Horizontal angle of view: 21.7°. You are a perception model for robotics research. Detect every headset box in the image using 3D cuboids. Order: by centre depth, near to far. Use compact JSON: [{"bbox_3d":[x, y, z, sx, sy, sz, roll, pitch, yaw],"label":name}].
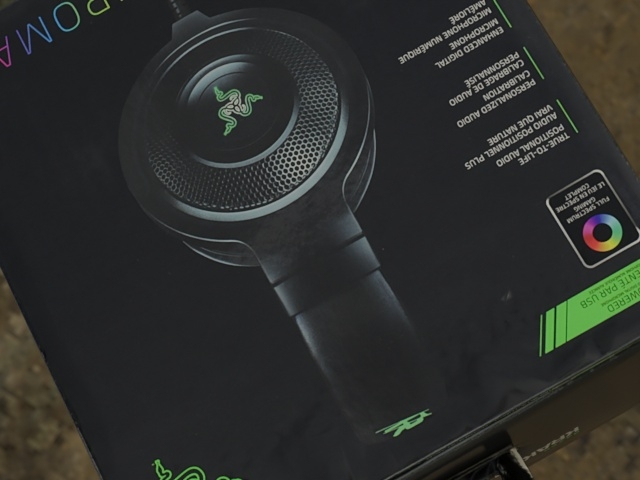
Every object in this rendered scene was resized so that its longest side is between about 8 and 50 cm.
[{"bbox_3d":[0.000,0.000,0.720,0.246,0.131,0.283,-29,71,2],"label":"headset box"}]
